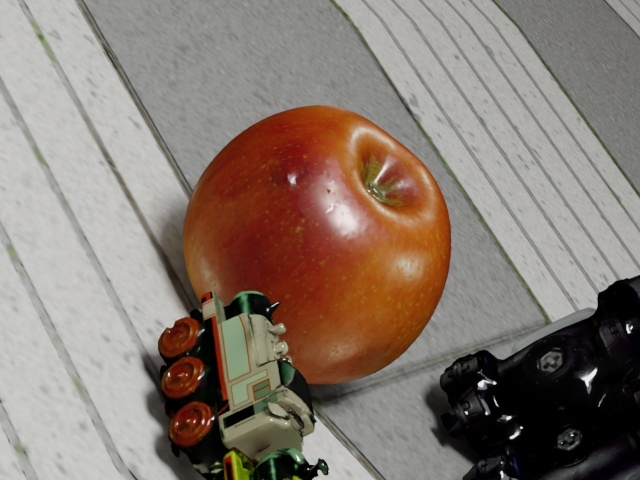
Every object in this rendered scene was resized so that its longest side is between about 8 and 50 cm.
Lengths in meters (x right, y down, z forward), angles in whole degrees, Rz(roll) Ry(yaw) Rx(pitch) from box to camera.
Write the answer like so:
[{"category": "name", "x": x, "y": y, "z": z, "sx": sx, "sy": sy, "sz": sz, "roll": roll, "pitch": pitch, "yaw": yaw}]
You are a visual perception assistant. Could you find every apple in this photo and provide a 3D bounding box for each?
[{"category": "apple", "x": 0.000, "y": 0.000, "z": 1.075, "sx": 0.163, "sy": 0.139, "sz": 0.163, "roll": 39, "pitch": 24, "yaw": -21}]

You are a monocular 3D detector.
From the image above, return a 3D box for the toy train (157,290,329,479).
[{"category": "toy train", "x": -0.035, "y": 0.119, "z": 0.906, "sx": 0.053, "sy": 0.085, "sz": 0.250, "roll": 49, "pitch": 18, "yaw": -39}]

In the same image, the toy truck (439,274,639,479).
[{"category": "toy truck", "x": 0.189, "y": 0.147, "z": 1.166, "sx": 0.177, "sy": 0.161, "sz": 0.213, "roll": 53, "pitch": 16, "yaw": -35}]
